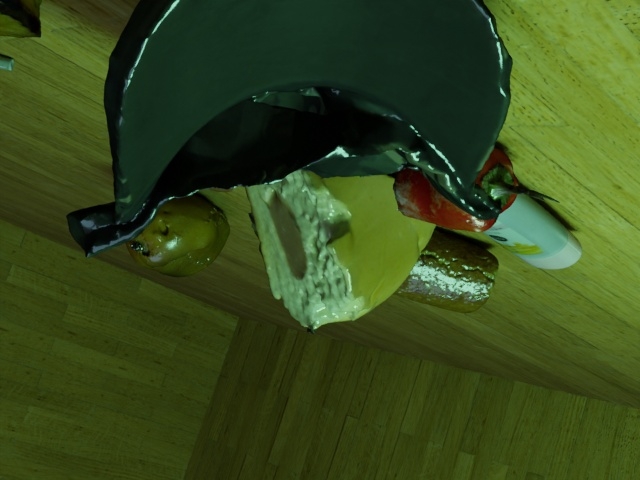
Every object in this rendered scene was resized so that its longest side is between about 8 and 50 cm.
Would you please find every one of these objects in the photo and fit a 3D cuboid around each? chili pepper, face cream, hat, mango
[{"bbox_3d":[0.147,-0.053,0.897,0.192,0.084,0.086,13,163,44],"label":"chili pepper"},{"bbox_3d":[0.215,-0.020,1.024,0.084,0.057,0.198,8,164,42],"label":"face cream"},{"bbox_3d":[-0.026,-0.124,0.725,0.367,0.257,0.381,-5,138,-10],"label":"hat"},{"bbox_3d":[-0.237,-0.014,1.592,0.156,0.151,0.249,-8,173,23],"label":"mango"}]

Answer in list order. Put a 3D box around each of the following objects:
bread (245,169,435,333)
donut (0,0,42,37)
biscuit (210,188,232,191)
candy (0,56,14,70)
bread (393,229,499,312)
[{"bbox_3d":[-0.009,0.002,1.104,0.224,0.211,0.184,21,177,-43],"label":"bread"},{"bbox_3d":[-0.325,-0.234,0.702,0.254,0.118,0.253,17,167,4],"label":"donut"},{"bbox_3d":[-0.194,-0.102,1.401,0.131,0.019,0.102,23,167,-19],"label":"biscuit"},{"bbox_3d":[-0.563,-0.246,1.142,0.366,0.124,0.124,10,169,-1],"label":"candy"},{"bbox_3d":[0.149,0.036,1.295,0.172,0.103,0.132,18,170,-5],"label":"bread"}]
